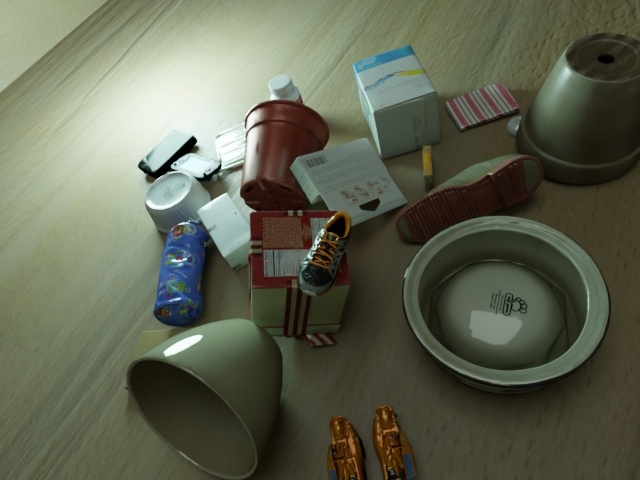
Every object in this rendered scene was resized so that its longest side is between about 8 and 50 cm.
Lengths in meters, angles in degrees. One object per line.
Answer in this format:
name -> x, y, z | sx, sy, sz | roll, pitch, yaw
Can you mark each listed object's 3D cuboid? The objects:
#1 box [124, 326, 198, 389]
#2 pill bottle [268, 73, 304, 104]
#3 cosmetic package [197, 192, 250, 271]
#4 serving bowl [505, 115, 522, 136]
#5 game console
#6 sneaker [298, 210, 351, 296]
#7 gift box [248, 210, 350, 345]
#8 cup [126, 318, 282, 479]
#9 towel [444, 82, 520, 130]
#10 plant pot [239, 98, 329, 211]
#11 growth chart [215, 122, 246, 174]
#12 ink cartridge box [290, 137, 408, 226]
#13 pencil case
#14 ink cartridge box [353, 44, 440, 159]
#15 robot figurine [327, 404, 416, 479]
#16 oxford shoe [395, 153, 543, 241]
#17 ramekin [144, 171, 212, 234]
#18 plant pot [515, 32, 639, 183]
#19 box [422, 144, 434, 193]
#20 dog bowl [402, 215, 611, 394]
box -> -0.404, 0.310, 1.271 | 0.201, 0.021, 0.165 | -7, 52, 14
pill bottle -> -0.115, -0.478, 1.674 | 0.107, 0.180, 0.108 | -9, 52, 12
cosmetic package -> -0.271, -0.028, 1.445 | 0.117, 0.086, 0.231 | -34, 50, -9
serving bowl -> 0.602, -0.348, 1.443 | 0.083, 0.027, 0.084 | -9, 51, 11
game console -> -0.488, -0.293, 1.729 | 0.361, 0.044, 0.213 | 21, 63, 34
sneaker -> 0.012, 0.024, 1.023 | 0.084, 0.083, 0.215 | 20, 54, 4
gift box -> -0.045, 0.099, 1.172 | 0.275, 0.258, 0.255 | 4, 52, -7
cup -> -0.213, 0.310, 1.054 | 0.330, 0.332, 0.237 | 12, 34, 25
towel -> 0.514, -0.425, 1.533 | 0.196, 0.029, 0.144 | -19, 51, 7
plant pot -> -0.121, -0.231, 1.455 | 0.272, 0.272, 0.265 | -1, 62, 17
growth chart -> -0.307, -0.343, 1.736 | 0.171, 0.021, 0.238 | -16, 51, 6
ink cartridge box -> 0.086, -0.157, 1.359 | 0.275, 0.060, 0.239 | -23, 77, -35
pencil case -> -0.388, 0.090, 1.370 | 0.132, 0.119, 0.306 | -4, 52, 1
ink cartridge box -> 0.240, -0.436, 1.516 | 0.197, 0.198, 0.270 | -17, 50, 4
robot figurine -> 0.105, 0.484, 0.932 | 0.210, 0.085, 0.291 | -16, 51, 7
oxford shoe -> 0.385, -0.114, 1.296 | 0.396, 0.141, 0.147 | -22, 19, 6
ramekin -> -0.473, -0.130, 1.571 | 0.206, 0.109, 0.207 | -9, 51, 11
plant pot -> 0.695, -0.356, 1.239 | 0.322, 0.280, 0.324 | -6, 55, 9
box -> 0.314, -0.212, 1.398 | 0.028, 0.081, 0.136 | -6, 52, 14
dog bowl -> 0.391, 0.148, 1.055 | 0.407, 0.150, 0.408 | -9, 51, 11
